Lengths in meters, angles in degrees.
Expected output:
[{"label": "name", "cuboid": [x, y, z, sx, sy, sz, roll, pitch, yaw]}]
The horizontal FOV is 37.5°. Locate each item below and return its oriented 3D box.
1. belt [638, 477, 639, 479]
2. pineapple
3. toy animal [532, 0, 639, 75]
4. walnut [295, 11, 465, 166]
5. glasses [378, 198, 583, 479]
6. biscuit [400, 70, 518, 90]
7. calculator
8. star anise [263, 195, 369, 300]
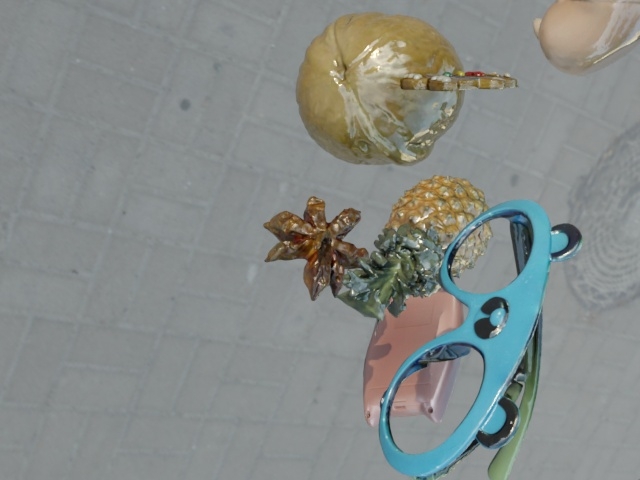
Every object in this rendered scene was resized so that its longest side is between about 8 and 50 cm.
[{"label": "belt", "cuboid": [0.334, 0.210, 0.793, 0.302, 0.087, 0.072, 19, 58, -62]}, {"label": "pineapple", "cuboid": [0.137, 0.021, 1.392, 0.340, 0.169, 0.169, -37, 136, -53]}, {"label": "toy animal", "cuboid": [0.407, -0.341, 1.345, 0.166, 0.154, 0.250, -12, 149, -24]}, {"label": "walnut", "cuboid": [0.116, -0.275, 1.749, 0.332, 0.333, 0.333, -17, 121, -29]}, {"label": "glasses", "cuboid": [0.122, 0.100, 0.742, 0.207, 0.102, 0.239, 82, 31, -56]}, {"label": "biscuit", "cuboid": [0.234, -0.257, 1.519, 0.205, 0.138, 0.031, -6, 102, -33]}, {"label": "calculator", "cuboid": [0.187, 0.221, 1.936, 0.048, 0.220, 0.330, 45, 45, -38]}, {"label": "star anise", "cuboid": [0.003, 0.002, 1.656, 0.196, 0.212, 0.111, -2, 135, -35]}]
